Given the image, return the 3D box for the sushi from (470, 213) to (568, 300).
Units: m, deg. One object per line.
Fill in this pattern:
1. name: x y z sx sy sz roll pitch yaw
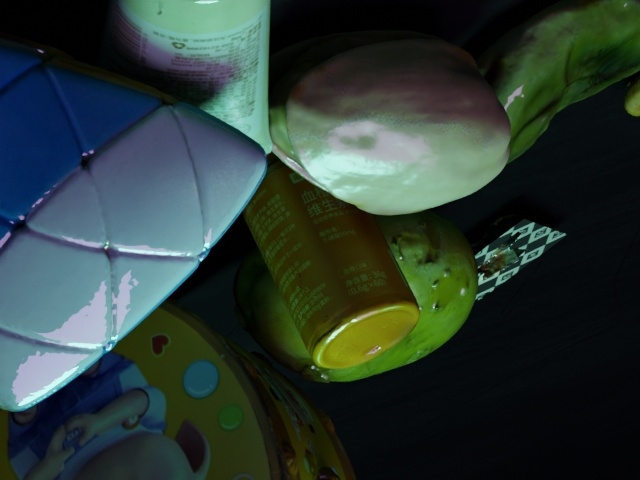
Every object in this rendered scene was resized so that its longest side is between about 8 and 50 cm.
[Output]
1. sushi: 0.177 0.011 1.854 0.120 0.026 0.126 -38 157 18

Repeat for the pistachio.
1. pistachio: 0.051 -0.090 1.405 0.215 0.144 0.144 4 143 -29

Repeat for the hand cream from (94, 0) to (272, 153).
1. hand cream: -0.089 -0.139 1.230 0.147 0.093 0.306 4 150 -7

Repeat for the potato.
1. potato: 0.033 0.039 1.625 0.186 0.148 0.253 -49 153 18

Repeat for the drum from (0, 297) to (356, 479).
1. drum: -0.185 0.254 1.525 0.431 0.431 0.214 -31 156 10

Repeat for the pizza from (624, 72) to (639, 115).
1. pizza: 0.367 -0.171 1.627 0.195 0.052 0.185 -28 175 -18

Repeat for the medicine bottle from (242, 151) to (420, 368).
1. medicine bottle: 0.000 0.000 1.467 0.096 0.192 0.096 -20 154 -10

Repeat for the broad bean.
1. broad bean: 0.196 -0.145 1.538 0.207 0.072 0.153 -35 160 -12

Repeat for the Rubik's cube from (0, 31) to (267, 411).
1. Rubik's cube: -0.200 0.001 1.251 0.254 0.254 0.254 -21 154 -11
